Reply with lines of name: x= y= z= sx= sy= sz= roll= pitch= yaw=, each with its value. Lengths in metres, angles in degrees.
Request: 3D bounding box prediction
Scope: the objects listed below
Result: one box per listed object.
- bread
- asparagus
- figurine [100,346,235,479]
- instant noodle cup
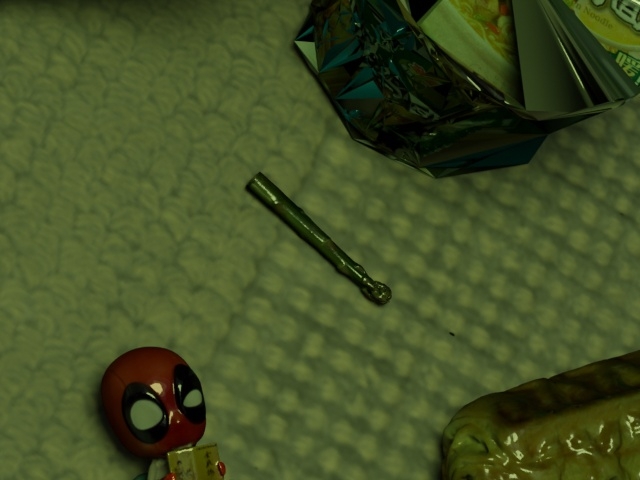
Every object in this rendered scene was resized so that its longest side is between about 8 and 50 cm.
bread: x=0.202 y=0.130 z=1.270 sx=0.269 sy=0.087 sz=0.098 roll=-13 pitch=80 yaw=-27
asparagus: x=0.000 y=0.000 z=1.265 sx=0.127 sy=0.018 sz=0.015 roll=42 pitch=97 yaw=-6
figurine: x=-0.093 y=0.127 z=1.154 sx=0.068 sy=0.075 sz=0.140 roll=-12 pitch=68 yaw=-24
instant noodle cup: x=0.107 y=-0.160 z=1.270 sx=0.240 sy=0.178 sz=0.240 roll=7 pitch=71 yaw=-21
